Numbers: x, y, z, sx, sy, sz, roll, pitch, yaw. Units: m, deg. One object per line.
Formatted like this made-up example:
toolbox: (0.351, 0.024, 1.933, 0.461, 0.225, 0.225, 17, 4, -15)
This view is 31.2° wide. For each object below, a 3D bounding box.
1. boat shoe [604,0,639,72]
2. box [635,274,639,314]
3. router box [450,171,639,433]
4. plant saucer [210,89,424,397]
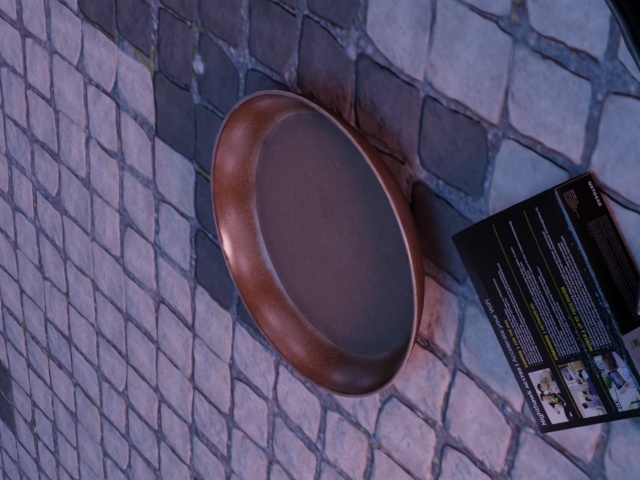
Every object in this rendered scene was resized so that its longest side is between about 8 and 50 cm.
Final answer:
boat shoe: (0.243, -0.081, 0.677, 0.112, 0.095, 0.335, -32, 82, 56)
box: (0.239, -0.102, 0.529, 0.143, 0.165, 0.270, 9, 107, 18)
router box: (0.187, 0.052, 0.878, 0.133, 0.046, 0.179, -27, 86, 57)
plant saucer: (0.000, 0.000, 1.108, 0.310, 0.050, 0.311, 32, 134, 41)
